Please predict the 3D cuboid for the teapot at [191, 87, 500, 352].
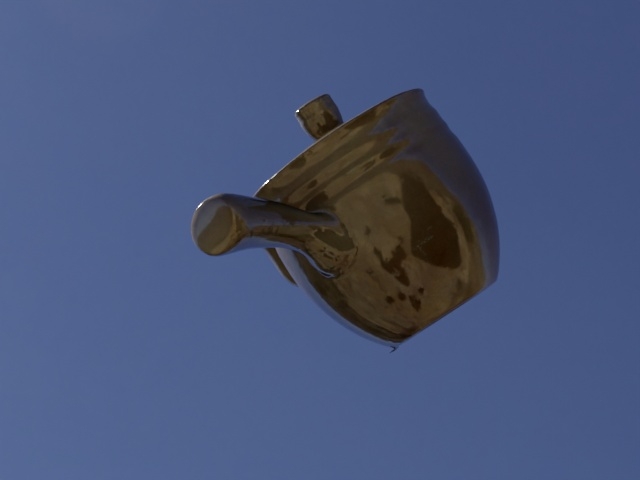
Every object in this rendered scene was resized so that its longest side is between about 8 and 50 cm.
[{"bbox_3d":[0.000,0.000,0.447,0.085,0.110,0.080,-38,-97,35],"label":"teapot"}]
